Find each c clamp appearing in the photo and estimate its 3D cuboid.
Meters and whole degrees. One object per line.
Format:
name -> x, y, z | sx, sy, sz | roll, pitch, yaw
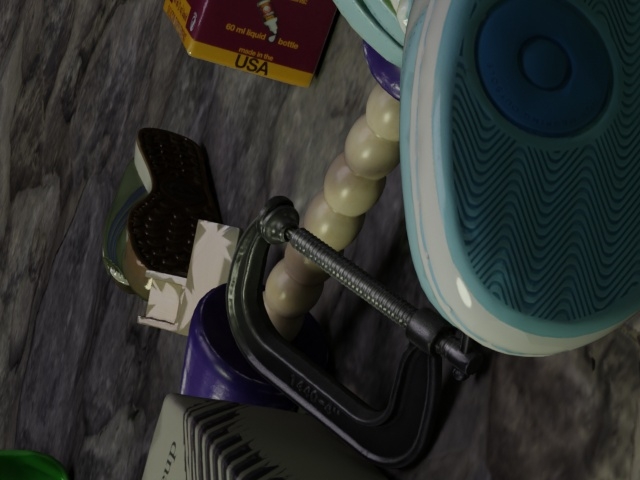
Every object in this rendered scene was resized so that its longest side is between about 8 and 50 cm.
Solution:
c clamp -> 0.014, 0.032, 0.890 | 0.160, 0.022, 0.137 | 30, 129, 37

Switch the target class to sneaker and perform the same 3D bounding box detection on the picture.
sneaker -> -0.109, 0.006, 1.286 | 0.192, 0.064, 0.086 | -99, 27, -58
sneaker -> 0.068, -0.080, 0.759 | 0.208, 0.127, 0.319 | -38, 33, 58

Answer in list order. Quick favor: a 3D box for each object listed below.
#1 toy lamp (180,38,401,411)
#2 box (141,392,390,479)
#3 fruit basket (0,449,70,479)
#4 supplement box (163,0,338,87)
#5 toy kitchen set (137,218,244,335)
toy lamp -> 0.000, 0.000, 0.965 | 0.080, 0.080, 0.275 | -98, 30, -45
box -> -0.008, 0.159, 0.853 | 0.275, 0.094, 0.113 | -150, 74, -70
fruit basket -> -0.319, 0.282, 1.349 | 0.392, 0.283, 0.392 | -177, 90, -82
supplement box -> -0.022, -0.199, 1.146 | 0.104, 0.080, 0.188 | -122, 48, -64
toy kitchen set -> -0.050, 0.025, 1.156 | 0.083, 0.075, 0.068 | 12, 93, 31
